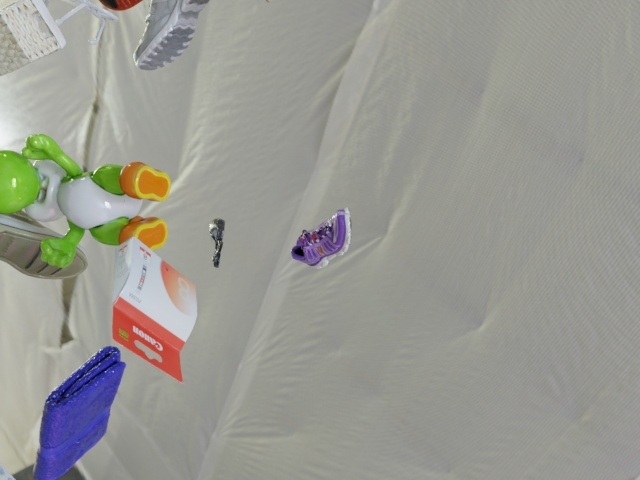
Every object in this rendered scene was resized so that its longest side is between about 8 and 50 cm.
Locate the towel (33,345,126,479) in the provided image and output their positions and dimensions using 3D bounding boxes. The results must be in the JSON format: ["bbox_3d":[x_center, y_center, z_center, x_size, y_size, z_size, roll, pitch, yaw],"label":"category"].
[{"bbox_3d":[-0.557,0.411,1.515,0.076,0.228,0.308,30,-53,9],"label":"towel"}]

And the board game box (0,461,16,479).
[{"bbox_3d":[-0.541,0.371,1.044,0.154,0.026,0.104,35,-50,24],"label":"board game box"}]

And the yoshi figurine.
[{"bbox_3d":[-0.455,-0.077,1.127,0.361,0.204,0.203,11,-34,22],"label":"yoshi figurine"}]

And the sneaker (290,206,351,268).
[{"bbox_3d":[0.000,0.000,1.114,0.170,0.071,0.068,-47,-141,49],"label":"sneaker"}]

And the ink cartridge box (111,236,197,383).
[{"bbox_3d":[-0.236,0.098,0.939,0.045,0.145,0.179,-33,-139,11],"label":"ink cartridge box"}]

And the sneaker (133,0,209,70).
[{"bbox_3d":[-0.333,-0.503,1.425,0.115,0.105,0.281,42,-73,13],"label":"sneaker"}]

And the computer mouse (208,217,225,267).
[{"bbox_3d":[-0.282,0.004,1.735,0.242,0.041,0.071,-106,-151,-66],"label":"computer mouse"}]

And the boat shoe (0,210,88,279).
[{"bbox_3d":[-0.588,-0.011,1.258,0.113,0.302,0.103,-40,-126,16],"label":"boat shoe"}]

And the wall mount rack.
[{"bbox_3d":[-0.807,-0.701,1.955,0.349,0.304,0.131,23,-86,0],"label":"wall mount rack"}]

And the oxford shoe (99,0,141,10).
[{"bbox_3d":[-0.278,-0.499,1.144,0.271,0.099,0.097,-10,-41,20],"label":"oxford shoe"}]

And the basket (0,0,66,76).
[{"bbox_3d":[-0.611,-0.396,1.277,0.167,0.103,0.113,-9,-60,30],"label":"basket"}]

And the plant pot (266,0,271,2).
[{"bbox_3d":[-0.100,-0.545,1.306,0.096,0.109,0.109,61,5,-32],"label":"plant pot"}]
